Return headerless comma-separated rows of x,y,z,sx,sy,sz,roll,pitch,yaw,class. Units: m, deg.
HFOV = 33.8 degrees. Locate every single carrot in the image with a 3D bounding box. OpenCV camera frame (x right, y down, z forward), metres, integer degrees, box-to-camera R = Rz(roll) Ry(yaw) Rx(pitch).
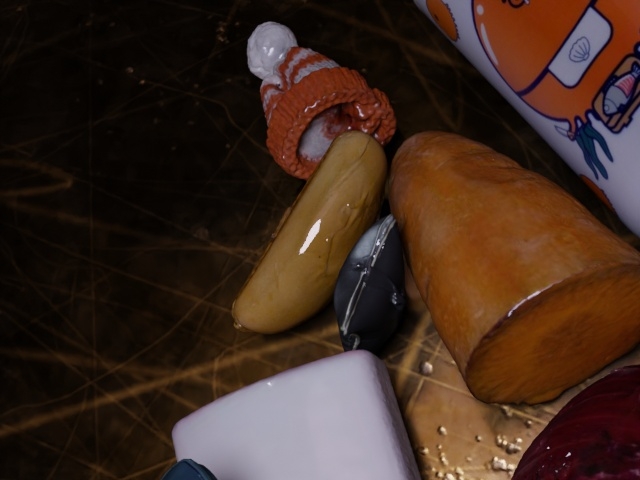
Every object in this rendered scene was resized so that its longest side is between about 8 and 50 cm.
0.132,0.002,0.801,0.159,0.159,0.225,-33,50,1,carrot

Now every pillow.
0.038,0.042,0.801,0.055,0.136,0.091,-3,71,2,pillow

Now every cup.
0.242,-0.151,0.784,0.212,0.212,0.317,-36,64,-1,cup

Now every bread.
0.000,0.000,0.846,0.077,0.114,0.189,30,87,-11,bread

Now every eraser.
0.001,0.233,0.752,0.174,0.095,0.270,-23,64,12,eraser

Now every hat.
-0.015,-0.134,0.931,0.112,0.094,0.162,-27,45,-7,hat

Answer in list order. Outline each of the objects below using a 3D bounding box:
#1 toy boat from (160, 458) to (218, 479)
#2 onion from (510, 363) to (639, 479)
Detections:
-0.086,0.288,0.660,0.114,0.122,0.296,-6,78,39,toy boat
0.221,0.204,0.658,0.252,0.219,0.252,13,48,-15,onion
